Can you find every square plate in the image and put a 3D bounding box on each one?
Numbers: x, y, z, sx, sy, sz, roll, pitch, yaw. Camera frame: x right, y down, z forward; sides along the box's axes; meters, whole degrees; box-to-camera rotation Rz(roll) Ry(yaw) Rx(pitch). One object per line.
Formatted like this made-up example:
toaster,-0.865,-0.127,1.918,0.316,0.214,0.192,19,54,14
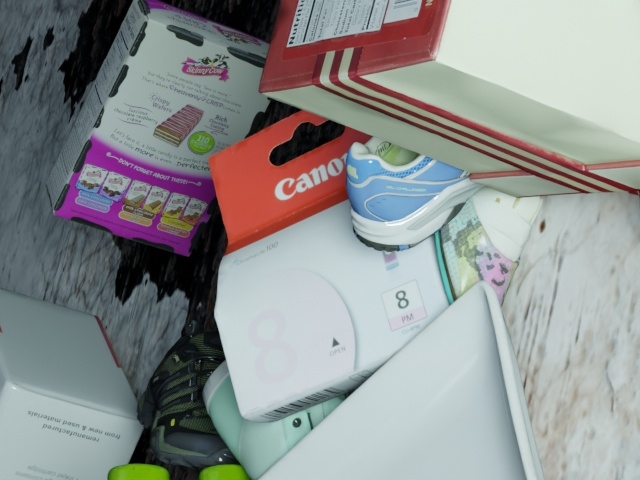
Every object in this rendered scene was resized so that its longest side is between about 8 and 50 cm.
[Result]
square plate,0.055,0.258,1.247,0.344,0.049,0.347,-46,40,35

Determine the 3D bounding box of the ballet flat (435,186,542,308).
ballet flat,0.122,-0.041,1.342,0.079,0.077,0.222,-25,46,24

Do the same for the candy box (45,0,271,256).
candy box,-0.159,-0.114,1.838,0.233,0.159,0.071,-60,29,21

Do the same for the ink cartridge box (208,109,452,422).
ink cartridge box,0.000,0.000,1.386,0.189,0.066,0.232,-25,72,23

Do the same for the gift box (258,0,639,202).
gift box,0.148,-0.152,1.132,0.276,0.258,0.255,9,82,61

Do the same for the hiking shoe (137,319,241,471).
hiking shoe,-0.109,0.140,1.655,0.227,0.086,0.114,31,105,65

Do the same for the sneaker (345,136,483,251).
sneaker,0.103,-0.081,1.286,0.211,0.081,0.080,-41,46,-20

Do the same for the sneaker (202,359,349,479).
sneaker,0.021,0.099,1.434,0.256,0.094,0.151,-51,47,21

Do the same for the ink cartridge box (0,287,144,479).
ink cartridge box,-0.355,0.281,1.968,0.385,0.160,0.279,-65,26,13

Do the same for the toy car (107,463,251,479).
toy car,-0.118,0.283,1.532,0.188,0.148,0.155,108,163,-70
